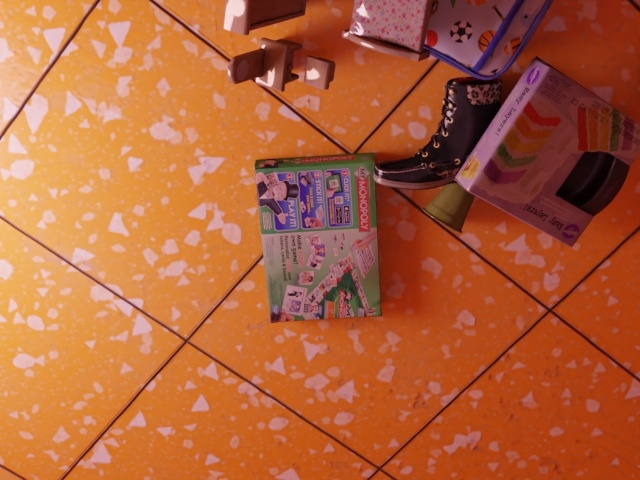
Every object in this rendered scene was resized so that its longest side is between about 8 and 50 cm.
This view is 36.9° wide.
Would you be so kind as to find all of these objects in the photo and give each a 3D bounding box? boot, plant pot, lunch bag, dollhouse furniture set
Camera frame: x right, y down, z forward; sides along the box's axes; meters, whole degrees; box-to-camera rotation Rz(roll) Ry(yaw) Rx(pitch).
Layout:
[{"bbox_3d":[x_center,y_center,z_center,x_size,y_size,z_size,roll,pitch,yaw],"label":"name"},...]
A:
[{"bbox_3d":[0.204,-0.185,1.638,0.236,0.085,0.179,-6,115,-8],"label":"boot"},{"bbox_3d":[0.237,-0.068,1.707,0.083,0.083,0.079,29,101,-14],"label":"plant pot"},{"bbox_3d":[0.266,-0.420,1.509,0.243,0.115,0.303,26,115,-15],"label":"lunch bag"},{"bbox_3d":[0.047,-0.326,1.432,0.355,0.174,0.303,22,120,24],"label":"dollhouse furniture set"}]

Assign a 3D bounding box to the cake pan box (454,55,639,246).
[{"bbox_3d":[0.399,-0.141,1.629,0.267,0.070,0.246,27,107,-27],"label":"cake pan box"}]

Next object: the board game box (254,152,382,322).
[{"bbox_3d":[0.000,0.000,1.752,0.213,0.046,0.317,-3,116,1],"label":"board game box"}]
